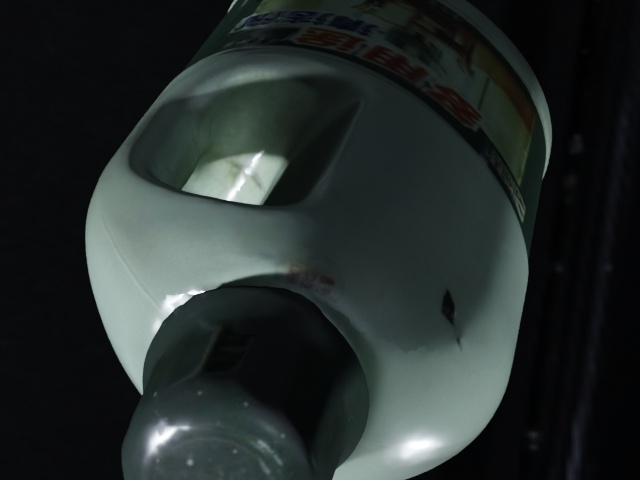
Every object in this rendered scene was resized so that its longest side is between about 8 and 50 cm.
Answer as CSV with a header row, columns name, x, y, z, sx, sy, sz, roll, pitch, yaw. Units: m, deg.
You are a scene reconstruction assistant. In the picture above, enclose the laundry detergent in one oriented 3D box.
name,x,y,z,sx,sy,sz,roll,pitch,yaw
laundry detergent,0.000,0.000,0.446,0.099,0.070,0.226,39,-155,-6
